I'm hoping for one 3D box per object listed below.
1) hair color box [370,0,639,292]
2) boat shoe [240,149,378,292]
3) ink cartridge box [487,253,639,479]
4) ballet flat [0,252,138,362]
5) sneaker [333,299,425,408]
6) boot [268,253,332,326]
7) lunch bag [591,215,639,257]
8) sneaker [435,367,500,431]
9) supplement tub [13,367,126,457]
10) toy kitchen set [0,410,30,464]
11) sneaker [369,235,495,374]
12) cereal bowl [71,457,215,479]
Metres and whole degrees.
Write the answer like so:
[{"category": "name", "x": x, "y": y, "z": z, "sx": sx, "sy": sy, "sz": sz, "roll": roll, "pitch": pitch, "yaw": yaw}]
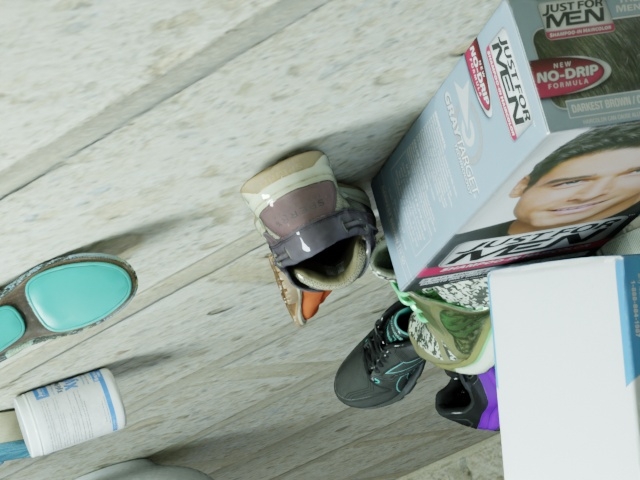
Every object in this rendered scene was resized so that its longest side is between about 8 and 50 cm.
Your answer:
[{"category": "hair color box", "x": 0.186, "y": -0.076, "z": 1.432, "sx": 0.185, "sy": 0.113, "sz": 0.374, "roll": -9, "pitch": 163, "yaw": -17}, {"category": "boat shoe", "x": 0.000, "y": 0.000, "z": 1.527, "sx": 0.103, "sy": 0.092, "sz": 0.285, "roll": -22, "pitch": 166, "yaw": 3}, {"category": "ink cartridge box", "x": 0.315, "y": 0.109, "z": 1.526, "sx": 0.270, "sy": 0.198, "sz": 0.197, "roll": -3, "pitch": 176, "yaw": -29}, {"category": "ballet flat", "x": -0.238, "y": 0.054, "z": 1.486, "sx": 0.188, "sy": 0.070, "sz": 0.070, "roll": -21, "pitch": 166, "yaw": 8}, {"category": "sneaker", "x": 0.095, "y": 0.118, "z": 2.161, "sx": 0.106, "sy": 0.101, "sz": 0.267, "roll": 8, "pitch": 141, "yaw": -45}, {"category": "boot", "x": -0.002, "y": 0.038, "z": 1.755, "sx": 0.084, "sy": 0.059, "sz": 0.158, "roll": -24, "pitch": 166, "yaw": -7}, {"category": "lunch bag", "x": 0.427, "y": -0.032, "z": 1.774, "sx": 0.305, "sy": 0.212, "sz": 0.256, "roll": -25, "pitch": 170, "yaw": 18}, {"category": "sneaker", "x": 0.204, "y": 0.105, "z": 2.040, "sx": 0.146, "sy": 0.102, "sz": 0.293, "roll": 4, "pitch": 122, "yaw": -15}, {"category": "supplement tub", "x": -0.266, "y": 0.183, "z": 1.891, "sx": 0.107, "sy": 0.071, "sz": 0.071, "roll": -17, "pitch": 166, "yaw": -16}, {"category": "toy kitchen set", "x": -0.362, "y": 0.300, "z": 1.996, "sx": 0.122, "sy": 0.166, "sz": 0.207, "roll": -5, "pitch": 160, "yaw": -47}, {"category": "sneaker", "x": 0.133, "y": 0.027, "z": 1.848, "sx": 0.182, "sy": 0.158, "sz": 0.410, "roll": 14, "pitch": 160, "yaw": -9}, {"category": "cereal bowl", "x": -0.298, "y": 0.409, "z": 2.561, "sx": 0.339, "sy": 0.141, "sz": 0.339, "roll": -20, "pitch": 167, "yaw": -5}]
